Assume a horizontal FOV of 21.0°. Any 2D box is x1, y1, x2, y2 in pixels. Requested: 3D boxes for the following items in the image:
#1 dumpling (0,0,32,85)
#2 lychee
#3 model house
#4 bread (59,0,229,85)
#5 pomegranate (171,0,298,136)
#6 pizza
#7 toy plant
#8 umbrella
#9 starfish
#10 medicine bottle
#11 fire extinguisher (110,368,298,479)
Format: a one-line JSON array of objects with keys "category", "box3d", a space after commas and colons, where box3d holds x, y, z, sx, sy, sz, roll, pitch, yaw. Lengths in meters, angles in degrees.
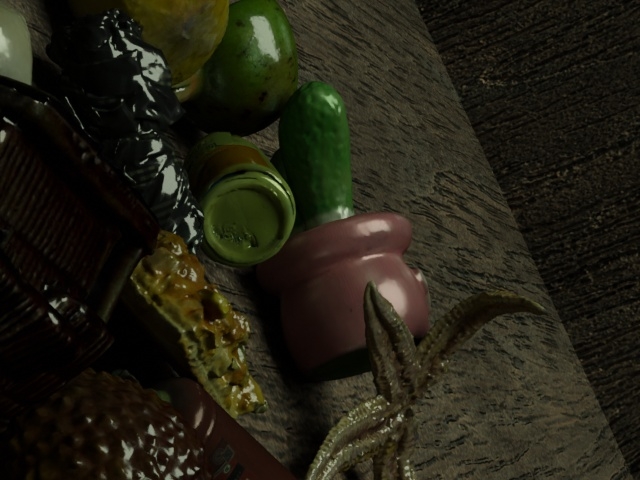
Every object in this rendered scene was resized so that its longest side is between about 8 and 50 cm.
[{"category": "dumpling", "box3d": [-0.357, -0.175, 1.549, 0.227, 0.175, 0.243, 36, -29, 55]}, {"category": "lychee", "box3d": [-0.176, 0.209, 1.410, 0.238, 0.200, 0.200, 46, 11, 21]}, {"category": "model house", "box3d": [-0.322, 0.030, 1.304, 0.317, 0.297, 0.283, 59, 44, -59]}, {"category": "bread", "box3d": [-0.206, -0.288, 2.046, 0.170, 0.197, 0.197, 41, 6, 29]}, {"category": "pomegranate", "box3d": [-0.118, -0.211, 2.197, 0.159, 0.190, 0.241, 65, 17, 0]}, {"category": "pizza", "box3d": [-0.170, 0.053, 1.781, 0.268, 0.087, 0.258, 43, -15, 24]}, {"category": "toy plant", "box3d": [0.006, 0.004, 2.245, 0.317, 0.210, 0.356, 105, -38, -73]}, {"category": "umbrella", "box3d": [-0.199, -0.091, 1.919, 0.154, 0.128, 0.337, -36, 103, -58]}, {"category": "starfish", "box3d": [0.112, 0.209, 2.100, 0.132, 0.398, 0.384, 39, 16, 25]}, {"category": "medicine bottle", "box3d": [-0.104, -0.056, 2.049, 0.124, 0.124, 0.239, 57, -1, -18]}, {"category": "fire extinguisher", "box3d": [-0.107, 0.223, 1.688, 0.147, 0.106, 0.337, 30, -13, 50]}]
